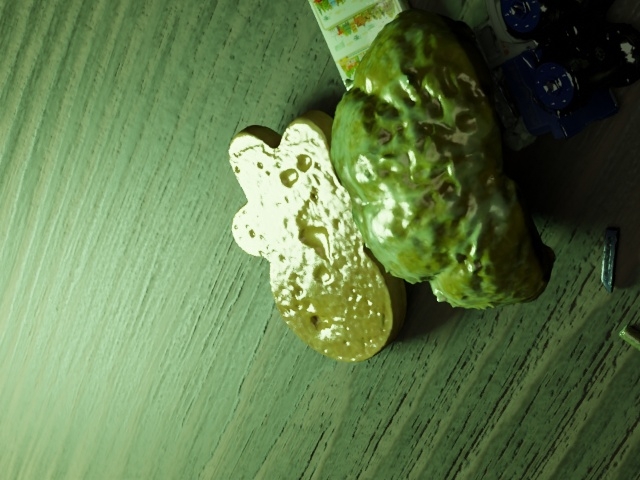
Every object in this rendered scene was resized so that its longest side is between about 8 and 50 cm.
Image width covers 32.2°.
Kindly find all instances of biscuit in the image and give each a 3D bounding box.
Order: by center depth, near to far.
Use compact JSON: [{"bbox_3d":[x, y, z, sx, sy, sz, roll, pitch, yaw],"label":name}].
[{"bbox_3d":[0.001,-0.001,1.507,0.275,0.052,0.355,-13,106,42],"label":"biscuit"}]

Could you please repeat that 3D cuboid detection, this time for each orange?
[{"bbox_3d":[0.130,-0.080,1.286,0.210,0.271,0.369,-20,99,-2],"label":"orange"}]

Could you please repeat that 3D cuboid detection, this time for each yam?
[{"bbox_3d":[0.422,0.145,1.370,0.116,0.021,0.021,37,118,15],"label":"yam"}]

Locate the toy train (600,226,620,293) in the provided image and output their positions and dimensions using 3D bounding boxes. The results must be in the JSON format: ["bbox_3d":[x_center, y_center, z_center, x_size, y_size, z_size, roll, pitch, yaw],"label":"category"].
[{"bbox_3d":[0.358,0.025,1.371,0.017,0.017,0.083,10,109,27],"label":"toy train"}]

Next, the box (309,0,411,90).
[{"bbox_3d":[0.047,-0.310,1.426,0.122,0.032,0.220,-22,93,30],"label":"box"}]

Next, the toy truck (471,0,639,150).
[{"bbox_3d":[0.260,-0.224,1.289,0.177,0.161,0.213,-19,95,54],"label":"toy truck"}]
